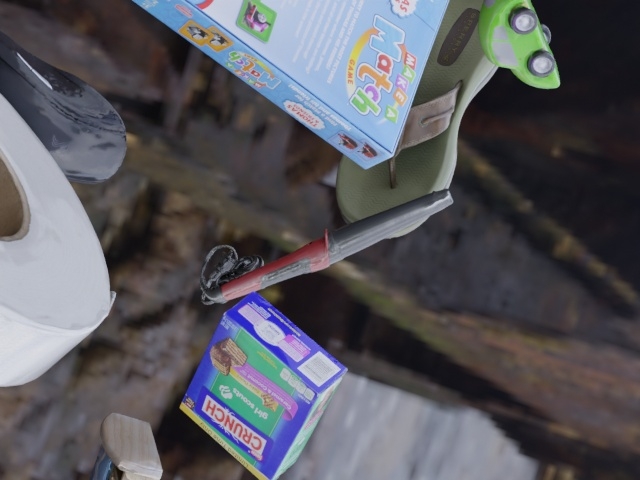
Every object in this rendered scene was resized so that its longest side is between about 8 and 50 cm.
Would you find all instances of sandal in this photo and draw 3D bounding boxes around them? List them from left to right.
[{"bbox_3d":[0.096,-0.144,1.930,0.303,0.120,0.086,-65,152,-13],"label":"sandal"}]

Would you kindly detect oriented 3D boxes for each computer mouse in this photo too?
[{"bbox_3d":[-0.313,-0.108,1.714,0.184,0.262,0.060,-52,179,29],"label":"computer mouse"}]

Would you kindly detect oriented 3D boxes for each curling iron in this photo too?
[{"bbox_3d":[0.000,0.000,1.875,0.035,0.274,0.068,54,21,-45],"label":"curling iron"}]

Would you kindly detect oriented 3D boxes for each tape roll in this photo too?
[{"bbox_3d":[-0.320,-0.058,1.476,0.072,0.392,0.392,-40,164,14],"label":"tape roll"}]

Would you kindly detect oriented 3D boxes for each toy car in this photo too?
[{"bbox_3d":[0.127,-0.209,1.474,0.239,0.053,0.225,-87,154,-58],"label":"toy car"}]

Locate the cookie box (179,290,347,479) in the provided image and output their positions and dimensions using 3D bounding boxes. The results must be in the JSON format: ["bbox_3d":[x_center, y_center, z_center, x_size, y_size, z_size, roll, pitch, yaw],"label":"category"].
[{"bbox_3d":[-0.042,0.106,1.350,0.040,0.092,0.107,-35,158,-46],"label":"cookie box"}]

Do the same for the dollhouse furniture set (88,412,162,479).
[{"bbox_3d":[-0.331,0.271,1.876,0.286,0.303,0.198,-125,-127,-71],"label":"dollhouse furniture set"}]

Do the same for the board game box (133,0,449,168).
[{"bbox_3d":[-0.016,-0.171,1.303,0.039,0.211,0.160,-27,-145,50],"label":"board game box"}]
